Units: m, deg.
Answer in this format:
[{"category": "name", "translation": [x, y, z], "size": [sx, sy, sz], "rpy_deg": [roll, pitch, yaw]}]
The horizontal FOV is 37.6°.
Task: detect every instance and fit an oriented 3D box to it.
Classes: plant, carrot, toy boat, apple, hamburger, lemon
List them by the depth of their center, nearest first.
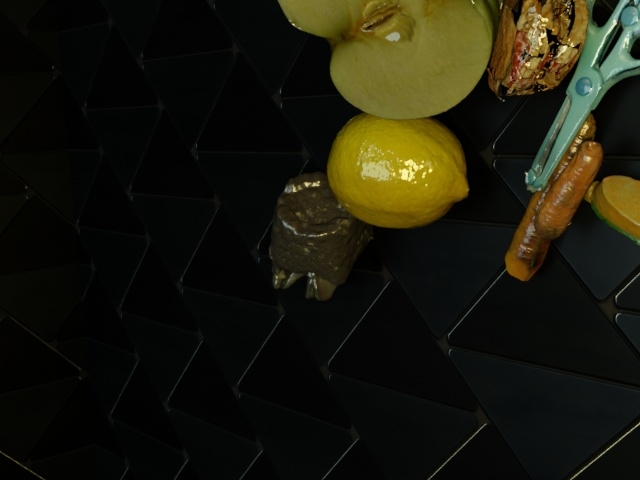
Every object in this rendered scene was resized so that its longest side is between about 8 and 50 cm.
[{"category": "toy boat", "translation": [0.489, -0.041, 1.461], "size": [0.229, 0.089, 0.088], "rpy_deg": [43, 168, 36]}, {"category": "carrot", "translation": [0.396, -0.081, 1.501], "size": [0.060, 0.060, 0.186], "rpy_deg": [48, 132, 33]}, {"category": "hamburger", "translation": [0.337, -0.332, 1.512], "size": [0.231, 0.106, 0.231], "rpy_deg": [-177, 90, -79]}, {"category": "apple", "translation": [0.121, -0.377, 1.537], "size": [0.360, 0.320, 0.312], "rpy_deg": [-13, 76, 46]}, {"category": "carrot", "translation": [0.390, -0.072, 1.578], "size": [0.066, 0.066, 0.314], "rpy_deg": [43, 127, 37]}, {"category": "lemon", "translation": [0.138, -0.134, 1.739], "size": [0.263, 0.236, 0.236], "rpy_deg": [-12, 88, 21]}, {"category": "plant", "translation": [0.000, 0.000, 1.945], "size": [0.188, 0.199, 0.276], "rpy_deg": [22, 149, 13]}]

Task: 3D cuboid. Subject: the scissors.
[{"category": "scissors", "translation": [0.428, -0.243, 1.474], "size": [0.180, 0.032, 0.393], "rpy_deg": [47, 121, 41]}]
